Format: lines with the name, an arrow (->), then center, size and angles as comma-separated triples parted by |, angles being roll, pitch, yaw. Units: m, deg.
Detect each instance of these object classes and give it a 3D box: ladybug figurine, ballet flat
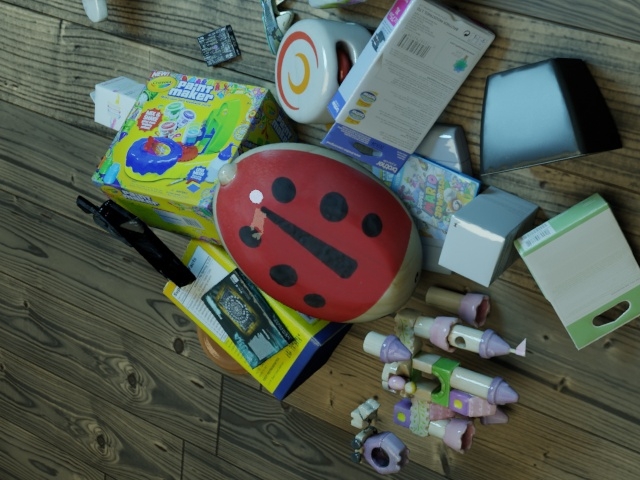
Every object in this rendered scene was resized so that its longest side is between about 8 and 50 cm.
ladybug figurine -> 0.000, 0.000, 1.821 | 0.449, 0.162, 0.305 | 30, 103, -18
ballet flat -> -0.086, -0.455, 1.929 | 0.070, 0.070, 0.188 | -3, 111, 34

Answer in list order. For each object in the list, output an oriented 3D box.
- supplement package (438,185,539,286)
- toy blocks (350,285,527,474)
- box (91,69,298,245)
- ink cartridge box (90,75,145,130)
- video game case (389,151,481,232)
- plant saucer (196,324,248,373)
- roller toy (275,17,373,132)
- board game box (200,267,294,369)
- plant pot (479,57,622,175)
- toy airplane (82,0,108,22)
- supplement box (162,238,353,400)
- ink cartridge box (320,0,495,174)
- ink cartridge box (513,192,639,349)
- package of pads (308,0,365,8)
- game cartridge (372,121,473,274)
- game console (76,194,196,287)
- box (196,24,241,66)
supplement package -> 0.305, -0.010, 1.785 | 0.105, 0.179, 0.105 | 27, 122, 22
toy blocks -> 0.250, 0.281, 1.861 | 0.260, 0.309, 0.289 | 17, 118, 34
box -> -0.248, -0.165, 1.994 | 0.289, 0.279, 0.177 | 13, 156, 28
ink cartridge box -> -0.431, -0.299, 2.198 | 0.143, 0.092, 0.090 | 23, 121, 25
video game case -> 0.210, -0.089, 1.854 | 0.166, 0.015, 0.119 | 27, 122, 22
plant saucer -> -0.215, 0.224, 2.313 | 0.200, 0.037, 0.200 | 13, 115, 28
roller toy -> 0.020, -0.310, 1.842 | 0.209, 0.146, 0.191 | 61, 139, 34
board game box -> -0.150, 0.157, 2.002 | 0.126, 0.026, 0.186 | -37, 88, 38
plant pot -> 0.376, -0.212, 1.665 | 0.187, 0.188, 0.167 | -10, 91, 36
toy airplane -> -0.496, -0.688, 1.964 | 0.386, 0.272, 0.384 | 45, 127, 9
supplement box -> -0.122, 0.126, 2.112 | 0.356, 0.195, 0.194 | 41, 126, 11
ink cartridge box -> 0.144, -0.276, 1.747 | 0.311, 0.185, 0.065 | -57, 35, 22
ink cartridge box -> 0.468, 0.056, 1.740 | 0.171, 0.056, 0.235 | -31, 116, 7
package of pads -> 0.031, -0.519, 1.706 | 0.296, 0.101, 0.229 | -141, 36, -73
game cartridge -> 0.196, -0.083, 1.907 | 0.198, 0.062, 0.297 | 13, 116, 33
game console -> -0.408, -0.025, 2.056 | 0.361, 0.044, 0.213 | 28, 162, 46
box -> -0.211, -0.404, 2.057 | 0.083, 0.018, 0.067 | -14, 102, 36
